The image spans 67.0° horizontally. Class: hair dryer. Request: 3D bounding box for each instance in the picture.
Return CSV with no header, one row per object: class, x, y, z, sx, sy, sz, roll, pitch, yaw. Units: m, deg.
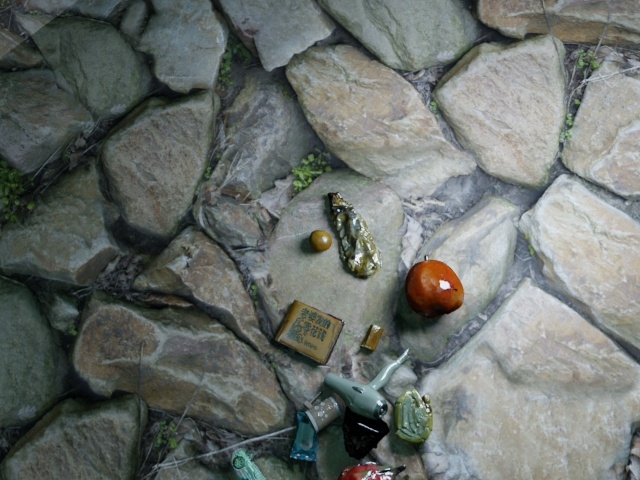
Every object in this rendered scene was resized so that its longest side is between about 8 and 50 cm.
hair dryer,0.136,0.428,1.522,0.229,0.092,0.267,3,35,30

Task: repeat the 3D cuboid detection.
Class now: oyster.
oyster,0.103,-0.029,1.680,0.128,0.078,0.345,-26,73,8

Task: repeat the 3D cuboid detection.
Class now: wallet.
wallet,-0.035,0.299,1.602,0.195,0.042,0.161,24,77,14

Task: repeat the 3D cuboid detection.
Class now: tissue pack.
tissue pack,-0.044,0.611,1.511,0.085,0.028,0.138,8,68,5

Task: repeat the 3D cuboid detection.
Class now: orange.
orange,0.000,0.000,1.680,0.085,0.085,0.085,-2,72,7

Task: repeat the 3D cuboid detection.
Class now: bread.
bread,0.281,0.533,1.472,0.117,0.064,0.156,-3,73,5
bread,0.169,0.316,1.573,0.047,0.036,0.083,23,79,11

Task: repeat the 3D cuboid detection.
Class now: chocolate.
chocolate,0.119,0.591,1.448,0.156,0.156,0.133,22,92,14

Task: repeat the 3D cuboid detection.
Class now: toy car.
toy car,-0.205,0.738,1.458,0.076,0.090,0.224,-41,71,0

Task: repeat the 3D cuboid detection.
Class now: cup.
cup,0.006,0.535,1.508,0.099,0.102,0.074,-27,107,-17

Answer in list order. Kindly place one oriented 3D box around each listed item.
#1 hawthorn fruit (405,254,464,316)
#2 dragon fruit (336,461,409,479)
hawthorn fruit,0.357,0.142,1.532,0.185,0.185,0.202,-10,66,4
dragon fruit,0.133,0.727,1.365,0.274,0.192,0.193,-45,93,-7
